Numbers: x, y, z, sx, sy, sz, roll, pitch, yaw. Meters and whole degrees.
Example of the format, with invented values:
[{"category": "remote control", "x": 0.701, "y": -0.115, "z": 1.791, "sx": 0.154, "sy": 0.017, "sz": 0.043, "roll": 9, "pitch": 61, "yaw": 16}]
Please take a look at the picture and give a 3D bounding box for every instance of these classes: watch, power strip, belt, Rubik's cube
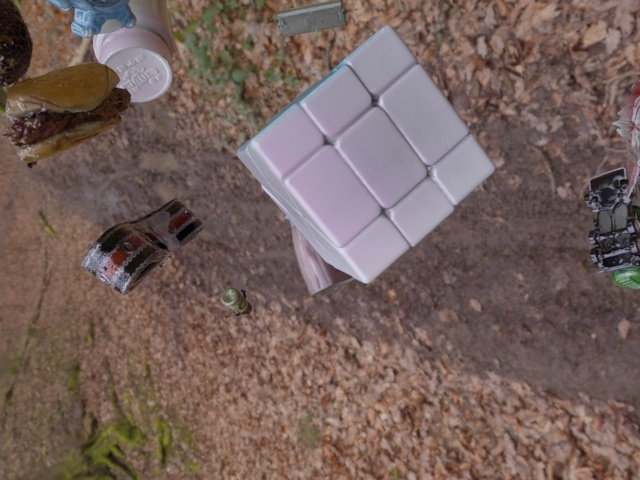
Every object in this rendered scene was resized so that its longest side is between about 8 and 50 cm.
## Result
[{"category": "watch", "x": -0.413, "y": -0.468, "z": 1.026, "sx": 0.193, "sy": 0.211, "sz": 0.211, "roll": 42, "pitch": 153, "yaw": 27}, {"category": "power strip", "x": -0.010, "y": -0.730, "z": 1.982, "sx": 0.092, "sy": 0.268, "sz": 0.034, "roll": 66, "pitch": -158, "yaw": -51}, {"category": "belt", "x": -0.307, "y": 0.004, "z": 1.081, "sx": 0.094, "sy": 0.126, "sz": 0.359, "roll": 46, "pitch": -172, "yaw": -7}, {"category": "Rubik's cube", "x": 0.066, "y": -0.151, "z": 1.141, "sx": 0.319, "sy": 0.316, "sz": 0.322, "roll": 50, "pitch": 175, "yaw": -12}]

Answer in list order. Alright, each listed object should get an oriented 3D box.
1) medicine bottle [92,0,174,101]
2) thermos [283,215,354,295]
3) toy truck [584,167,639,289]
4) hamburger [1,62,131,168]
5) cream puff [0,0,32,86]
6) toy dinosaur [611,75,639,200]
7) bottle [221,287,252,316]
[{"category": "medicine bottle", "x": -0.521, "y": -0.579, "z": 1.679, "sx": 0.213, "sy": 0.214, "sz": 0.378, "roll": 93, "pitch": 165, "yaw": -55}, {"category": "thermos", "x": 0.000, "y": 0.000, "z": 1.660, "sx": 0.176, "sy": 0.146, "sz": 0.265, "roll": -26, "pitch": 82, "yaw": 32}, {"category": "toy truck", "x": 0.637, "y": -0.023, "z": 1.272, "sx": 0.101, "sy": 0.125, "sz": 0.242, "roll": -24, "pitch": 54, "yaw": 49}, {"category": "hamburger", "x": -0.506, "y": -0.268, "z": 1.233, "sx": 0.282, "sy": 0.245, "sz": 0.155, "roll": -136, "pitch": 30, "yaw": -61}, {"category": "cream puff", "x": -0.894, "y": -0.529, "z": 1.614, "sx": 0.239, "sy": 0.165, "sz": 0.239, "roll": 6, "pitch": 106, "yaw": 22}, {"category": "toy dinosaur", "x": 0.477, "y": -0.170, "z": 0.910, "sx": 0.108, "sy": 0.032, "sz": 0.220, "roll": -113, "pitch": 23, "yaw": -75}, {"category": "bottle", "x": -0.200, "y": 0.154, "z": 1.496, "sx": 0.047, "sy": 0.063, "sz": 0.101, "roll": 37, "pitch": 172, "yaw": 34}]
